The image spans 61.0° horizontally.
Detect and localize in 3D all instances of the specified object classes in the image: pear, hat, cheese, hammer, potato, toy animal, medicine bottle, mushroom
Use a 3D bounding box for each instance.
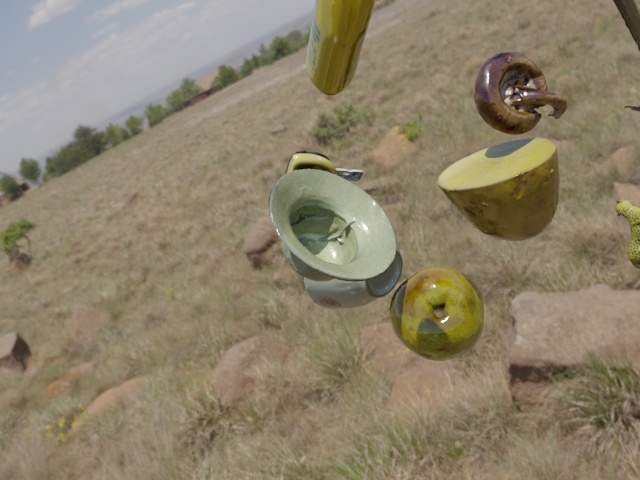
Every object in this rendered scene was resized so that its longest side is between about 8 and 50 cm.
[{"bbox_3d":[0.231,0.144,1.084,0.200,0.199,0.200,-25,20,10],"label":"pear"},{"bbox_3d":[0.000,0.000,1.023,0.257,0.257,0.130,-50,-2,-46],"label":"hat"},{"bbox_3d":[0.011,-0.138,1.112,0.163,0.086,0.036,0,44,-24],"label":"cheese"},{"bbox_3d":[0.376,-0.287,0.668,0.125,0.297,0.027,-44,21,-13],"label":"hammer"},{"bbox_3d":[0.324,-0.072,0.926,0.204,0.158,0.178,-17,22,40],"label":"potato"},{"bbox_3d":[0.737,0.000,1.231,0.136,0.181,0.073,9,22,43],"label":"toy animal"},{"bbox_3d":[0.028,-0.262,0.570,0.064,0.094,0.260,7,-23,-5],"label":"medicine bottle"},{"bbox_3d":[0.332,-0.240,0.909,0.080,0.171,0.135,178,111,-80],"label":"mushroom"}]

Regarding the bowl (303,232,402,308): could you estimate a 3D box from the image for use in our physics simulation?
[{"bbox_3d":[0.126,0.067,1.539,0.337,0.337,0.158,-38,38,-24],"label":"bowl"}]
